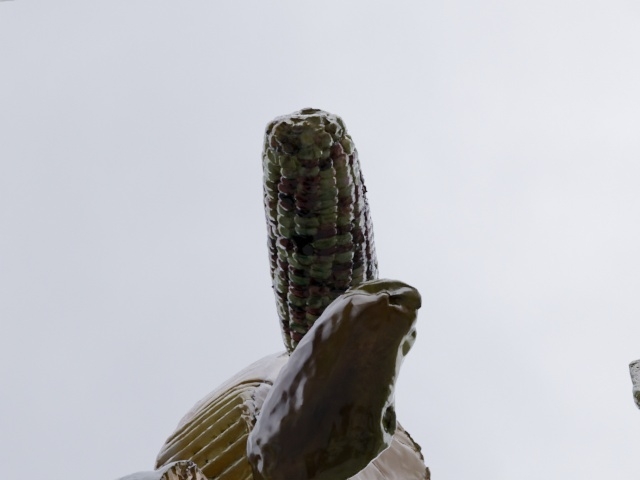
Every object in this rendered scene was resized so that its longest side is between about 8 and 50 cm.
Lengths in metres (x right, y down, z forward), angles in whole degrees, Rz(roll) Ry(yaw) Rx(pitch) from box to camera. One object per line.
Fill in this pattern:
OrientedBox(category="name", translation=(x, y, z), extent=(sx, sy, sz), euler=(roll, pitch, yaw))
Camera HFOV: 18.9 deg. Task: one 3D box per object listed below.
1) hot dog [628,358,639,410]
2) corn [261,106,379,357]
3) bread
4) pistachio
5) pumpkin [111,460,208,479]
OrientedBox(category="hot dog", translation=(0.270, 0.123, 1.568), extent=(0.030, 0.090, 0.034), euler=(-11, -76, 9))
OrientedBox(category="corn", translation=(0.000, 0.000, 1.460), extent=(0.086, 0.086, 0.253), euler=(-9, -51, 0))
OrientedBox(category="bread", translation=(-0.032, 0.210, 1.633), extent=(0.156, 0.288, 0.204), euler=(-41, -84, 17))
OrientedBox(category="pistachio", translation=(0.009, 0.102, 1.229), extent=(0.089, 0.049, 0.173), euler=(34, -81, 23))
OrientedBox(category="pumpkin", translation=(-0.097, 0.257, 1.415), extent=(0.139, 0.280, 0.190), euler=(-26, -101, 29))
